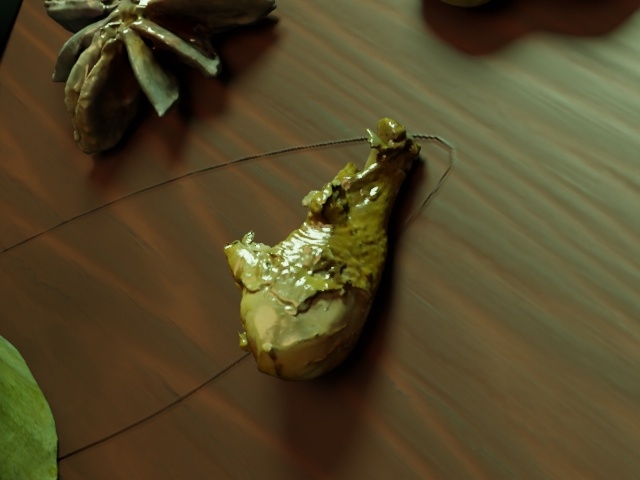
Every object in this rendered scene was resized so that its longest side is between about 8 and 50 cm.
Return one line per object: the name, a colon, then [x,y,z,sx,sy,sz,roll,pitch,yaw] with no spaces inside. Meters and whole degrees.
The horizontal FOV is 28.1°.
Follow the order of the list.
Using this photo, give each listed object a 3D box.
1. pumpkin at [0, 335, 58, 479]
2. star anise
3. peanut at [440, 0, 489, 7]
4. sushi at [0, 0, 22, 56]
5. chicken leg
pumpkin: [-0.385,0.150,0.972,0.332,0.199,0.332,-4,56,6]
star anise: [-0.152,-0.182,1.084,0.229,0.093,0.236,22,88,32]
peanut: [0.131,-0.211,0.910,0.187,0.082,0.082,-3,70,32]
sushi: [-0.427,-0.268,1.207,0.212,0.227,0.215,11,78,36]
chicken leg: [0.003,0.002,0.907,0.101,0.085,0.207,21,75,24]
